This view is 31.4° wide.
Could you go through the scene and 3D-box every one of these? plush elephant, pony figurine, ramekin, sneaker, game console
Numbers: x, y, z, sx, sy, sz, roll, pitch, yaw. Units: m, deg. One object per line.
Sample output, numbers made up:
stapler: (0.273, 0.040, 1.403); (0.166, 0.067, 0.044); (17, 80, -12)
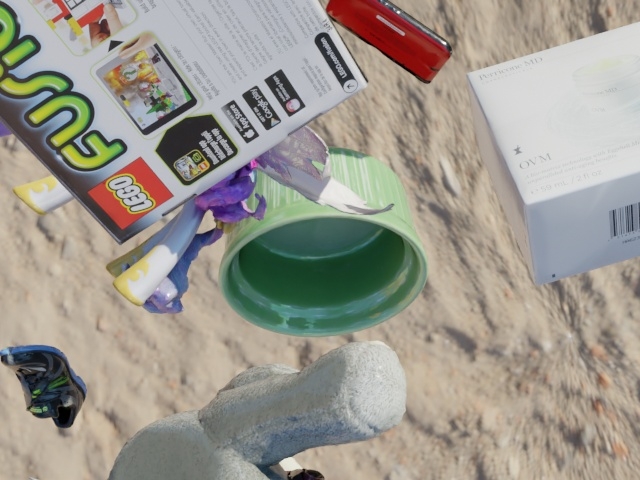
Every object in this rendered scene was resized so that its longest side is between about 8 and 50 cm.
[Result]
plush elephant: (-0.049, 0.253, 0.933); (0.330, 0.255, 0.272); (-7, 62, 30)
pony figurine: (-0.128, -0.094, 1.337); (0.351, 0.303, 0.363); (40, 86, 22)
ramekin: (0.000, 0.000, 1.679); (0.303, 0.303, 0.148); (-13, 52, 11)
sneaker: (-0.370, 0.196, 1.529); (0.067, 0.188, 0.078); (-4, 55, 15)
game console: (0.087, -0.250, 1.256); (0.144, 0.124, 0.085); (33, 71, -2)

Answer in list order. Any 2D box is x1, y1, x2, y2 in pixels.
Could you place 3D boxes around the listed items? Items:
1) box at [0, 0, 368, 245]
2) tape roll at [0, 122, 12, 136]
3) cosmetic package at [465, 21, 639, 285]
box: (-0.077, -0.096, 0.361); (0.114, 0.207, 0.036); (-32, 45, 4)
tape roll: (-0.274, -0.170, 0.862); (0.189, 0.080, 0.189); (10, 48, -11)
cosmetic package: (0.302, -0.102, 1.245); (0.224, 0.138, 0.225); (-17, 45, 2)
